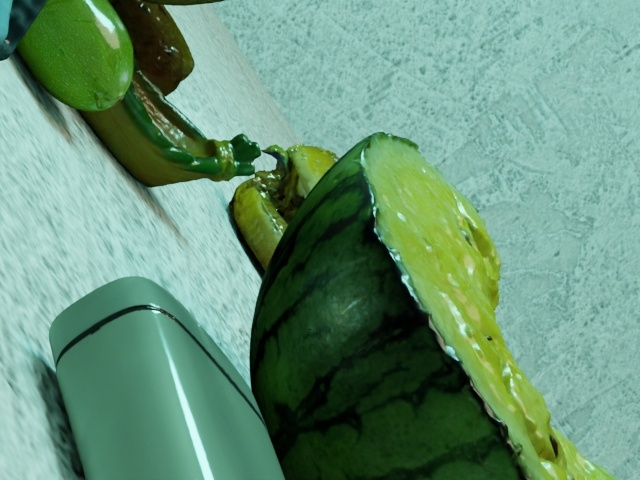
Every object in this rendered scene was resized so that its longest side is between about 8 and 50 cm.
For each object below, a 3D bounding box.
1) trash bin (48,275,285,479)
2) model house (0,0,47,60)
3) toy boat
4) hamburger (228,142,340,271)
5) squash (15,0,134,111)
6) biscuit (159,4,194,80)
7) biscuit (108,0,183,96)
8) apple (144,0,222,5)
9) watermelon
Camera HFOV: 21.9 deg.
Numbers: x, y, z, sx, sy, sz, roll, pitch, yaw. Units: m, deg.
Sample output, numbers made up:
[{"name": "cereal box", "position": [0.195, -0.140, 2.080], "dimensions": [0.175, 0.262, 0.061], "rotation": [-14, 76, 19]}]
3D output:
[{"name": "trash bin", "position": [-0.053, 0.095, 0.668], "dimensions": [0.116, 0.059, 0.130], "rotation": [52, 8, -41]}, {"name": "model house", "position": [-0.186, -0.244, 0.834], "dimensions": [0.261, 0.226, 0.241], "rotation": [47, 40, -56]}, {"name": "toy boat", "position": [-0.126, -0.115, 1.136], "dimensions": [0.229, 0.088, 0.089], "rotation": [55, 6, -35]}, {"name": "hamburger", "position": [0.004, 0.008, 1.527], "dimensions": [0.182, 0.118, 0.191], "rotation": [49, 13, -41]}, {"name": "squash", "position": [-0.182, -0.167, 1.039], "dimensions": [0.201, 0.066, 0.066], "rotation": [58, 5, 9]}, {"name": "biscuit", "position": [-0.207, -0.245, 1.443], "dimensions": [0.290, 0.041, 0.208], "rotation": [48, 10, -37]}, {"name": "biscuit", "position": [-0.178, -0.189, 1.253], "dimensions": [0.212, 0.036, 0.212], "rotation": [47, 18, -20]}, {"name": "apple", "position": [-0.098, -0.327, 1.173], "dimensions": [0.319, 0.277, 0.319], "rotation": [39, 29, -27]}, {"name": "watermelon", "position": [0.064, 0.116, 0.993], "dimensions": [0.331, 0.189, 0.331], "rotation": [43, 20, -20]}]
